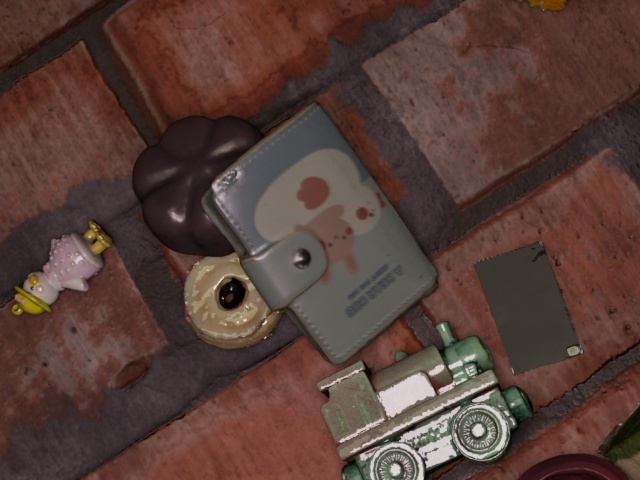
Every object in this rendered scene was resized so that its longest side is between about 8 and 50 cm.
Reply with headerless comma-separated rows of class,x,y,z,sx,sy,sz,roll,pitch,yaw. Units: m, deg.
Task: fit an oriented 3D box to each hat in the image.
hat,0.366,0.411,1.396,0.205,0.089,0.205,-1,78,3

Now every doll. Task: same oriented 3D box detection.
doll,-0.433,0.052,1.593,0.207,0.081,0.129,-42,56,-1

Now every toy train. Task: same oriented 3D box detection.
toy train,0.153,0.259,1.436,0.304,0.150,0.221,-26,69,3

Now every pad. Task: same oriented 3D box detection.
pad,0.328,0.105,1.513,0.116,0.004,0.193,-19,75,3

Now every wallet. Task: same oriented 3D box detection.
wallet,0.000,0.000,1.461,0.252,0.083,0.360,-39,103,-14

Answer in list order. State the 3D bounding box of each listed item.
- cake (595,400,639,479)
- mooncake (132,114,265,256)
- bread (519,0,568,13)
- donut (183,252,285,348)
cake,0.532,0.257,1.320,0.158,0.283,0.172,41,69,14
mooncake,-0.179,-0.091,1.542,0.245,0.133,0.245,-6,61,10
bread,0.402,-0.504,1.581,0.143,0.139,0.229,27,83,5
donut,-0.138,0.094,1.549,0.174,0.068,0.174,-2,74,7
